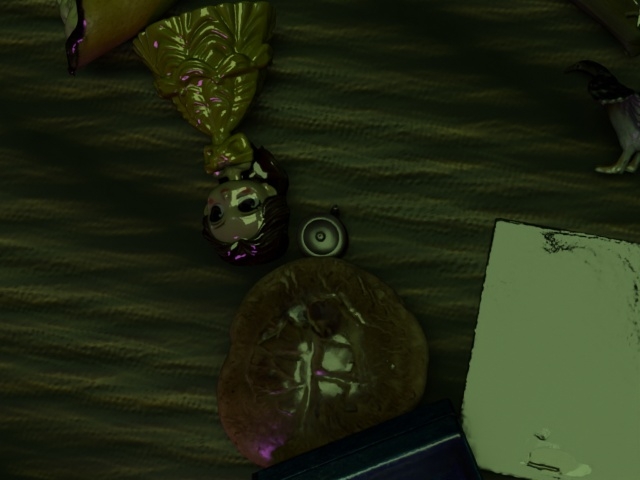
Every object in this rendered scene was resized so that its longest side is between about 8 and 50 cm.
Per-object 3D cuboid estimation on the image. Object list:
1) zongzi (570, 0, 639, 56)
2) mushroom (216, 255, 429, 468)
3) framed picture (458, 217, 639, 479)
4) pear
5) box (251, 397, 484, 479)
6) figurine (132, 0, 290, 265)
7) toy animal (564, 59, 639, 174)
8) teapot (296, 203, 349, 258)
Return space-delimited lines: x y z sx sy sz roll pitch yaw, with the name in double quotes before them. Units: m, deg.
"zongzi" 0.397 -0.408 1.917 0.251 0.125 0.274 42 79 6
"mushroom" -0.004 0.156 1.879 0.278 0.146 0.278 0 86 5
"framed picture" 0.313 0.149 1.918 0.244 0.013 0.324 11 86 7
"pear" -0.252 -0.346 1.920 0.178 0.267 0.267 -9 83 -11
"box" 0.089 0.369 1.813 0.261 0.116 0.279 -22 108 5
"figurine" -0.115 -0.122 1.907 0.187 0.168 0.315 -12 82 -5
"toy animal" 0.377 -0.160 1.890 0.197 0.272 0.160 12 105 43
"teapot" 0.000 0.000 1.946 0.068 0.045 0.100 25 86 9
